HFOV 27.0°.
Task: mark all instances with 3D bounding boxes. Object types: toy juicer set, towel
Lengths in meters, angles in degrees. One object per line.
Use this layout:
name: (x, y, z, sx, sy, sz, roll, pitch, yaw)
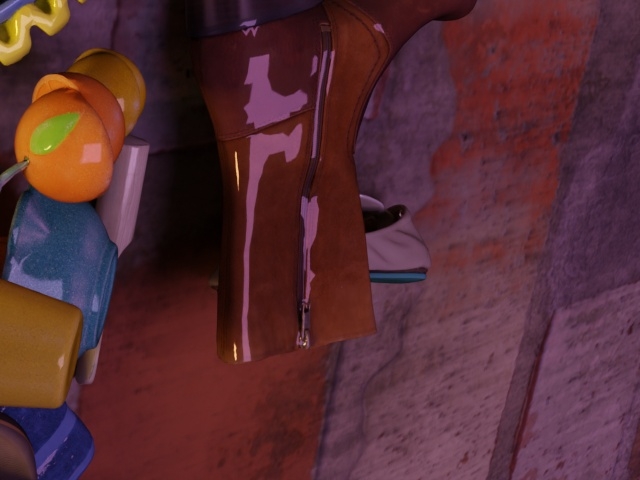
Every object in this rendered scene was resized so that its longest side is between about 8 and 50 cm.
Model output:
toy juicer set: (-0.164, -0.011, 0.804, 0.329, 0.090, 0.209, 144, -42, -85)
towel: (-0.199, 0.136, 0.928, 0.067, 0.029, 0.119, -50, 141, -21)

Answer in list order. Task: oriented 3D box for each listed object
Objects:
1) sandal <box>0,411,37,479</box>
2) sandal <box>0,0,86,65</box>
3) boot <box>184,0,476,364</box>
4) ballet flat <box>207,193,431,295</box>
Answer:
sandal: (-0.226, 0.191, 0.880, 0.090, 0.060, 0.219, -11, 128, -15)
sandal: (-0.216, -0.126, 0.608, 0.317, 0.126, 0.138, -47, 137, -26)
boot: (0.027, -0.065, 0.966, 0.264, 0.096, 0.280, -15, 102, -46)
ballet flat: (0.000, 0.000, 1.072, 0.248, 0.086, 0.086, -2, 112, -53)
